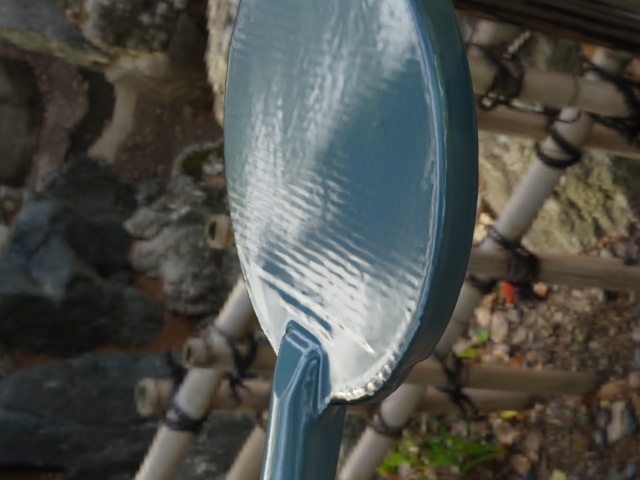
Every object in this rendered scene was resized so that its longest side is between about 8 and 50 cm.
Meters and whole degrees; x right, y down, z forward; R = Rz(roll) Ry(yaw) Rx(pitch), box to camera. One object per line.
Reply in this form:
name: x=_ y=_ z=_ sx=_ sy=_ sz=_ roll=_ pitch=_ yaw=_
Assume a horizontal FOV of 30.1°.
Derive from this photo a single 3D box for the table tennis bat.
table tennis bat: x=0.000 y=0.000 z=0.593 sx=0.215 sy=0.044 sz=0.329 roll=31 pitch=120 yaw=54
